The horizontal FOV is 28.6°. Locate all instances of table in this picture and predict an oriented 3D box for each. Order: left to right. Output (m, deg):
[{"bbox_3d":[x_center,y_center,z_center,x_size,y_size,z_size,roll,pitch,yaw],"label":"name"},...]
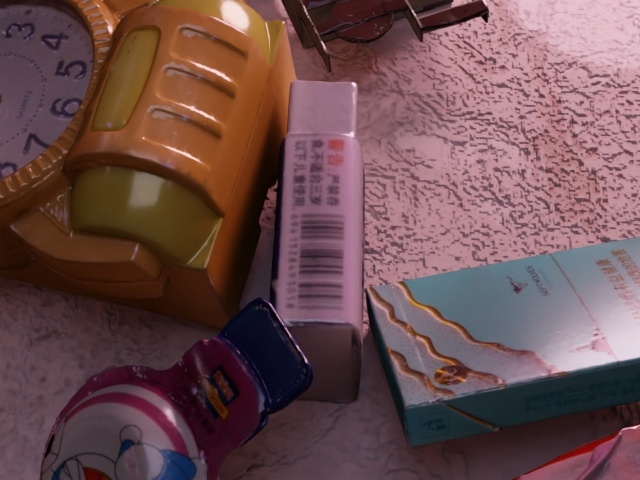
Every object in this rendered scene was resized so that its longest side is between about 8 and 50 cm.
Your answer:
[{"bbox_3d":[0.046,-0.220,1.102,0.146,0.062,0.175,-19,58,-8],"label":"table"}]

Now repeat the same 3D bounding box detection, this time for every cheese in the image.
[{"bbox_3d":[-0.109,0.139,0.846,0.244,0.062,0.155,-41,64,15],"label":"cheese"}]

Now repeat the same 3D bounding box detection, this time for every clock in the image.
[{"bbox_3d":[-0.194,-0.074,0.957,0.317,0.200,0.244,6,61,17],"label":"clock"}]

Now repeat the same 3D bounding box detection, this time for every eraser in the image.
[{"bbox_3d":[0.000,0.000,0.933,0.068,0.124,0.210,0,58,4],"label":"eraser"}]

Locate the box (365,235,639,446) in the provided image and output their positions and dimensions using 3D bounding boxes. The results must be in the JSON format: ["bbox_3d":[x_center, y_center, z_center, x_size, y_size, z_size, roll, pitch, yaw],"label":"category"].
[{"bbox_3d":[0.156,0.065,0.893,0.229,0.041,0.162,-11,28,-3],"label":"box"}]

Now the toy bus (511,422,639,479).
[{"bbox_3d":[0.254,0.184,0.809,0.303,0.127,0.147,-19,54,-7],"label":"toy bus"}]
